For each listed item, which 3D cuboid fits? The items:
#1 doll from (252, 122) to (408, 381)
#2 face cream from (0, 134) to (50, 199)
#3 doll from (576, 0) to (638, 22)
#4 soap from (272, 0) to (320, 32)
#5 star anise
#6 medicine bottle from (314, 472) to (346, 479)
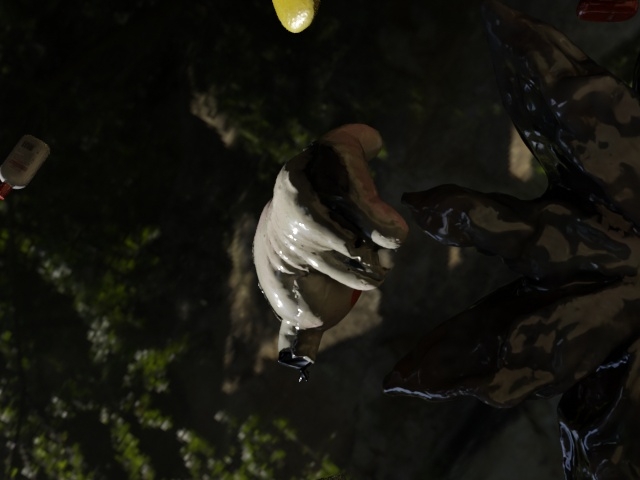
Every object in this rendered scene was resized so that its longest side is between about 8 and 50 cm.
[{"bbox_3d":[0.000,0.000,0.966,0.095,0.192,0.149,0,-127,-18],"label":"doll"},{"bbox_3d":[-0.358,-0.085,1.475,0.040,0.021,0.083,29,-110,7],"label":"face cream"},{"bbox_3d":[0.133,-0.200,0.576,0.104,0.062,0.195,26,-117,-69],"label":"doll"},{"bbox_3d":[-0.037,-0.303,1.305,0.033,0.089,0.169,-11,-98,-33],"label":"soap"},{"bbox_3d":[0.141,-0.004,0.454,0.230,0.262,0.081,55,178,-5],"label":"star anise"},{"bbox_3d":[-0.012,0.255,1.184,0.047,0.083,0.047,-18,-90,-84],"label":"medicine bottle"}]
